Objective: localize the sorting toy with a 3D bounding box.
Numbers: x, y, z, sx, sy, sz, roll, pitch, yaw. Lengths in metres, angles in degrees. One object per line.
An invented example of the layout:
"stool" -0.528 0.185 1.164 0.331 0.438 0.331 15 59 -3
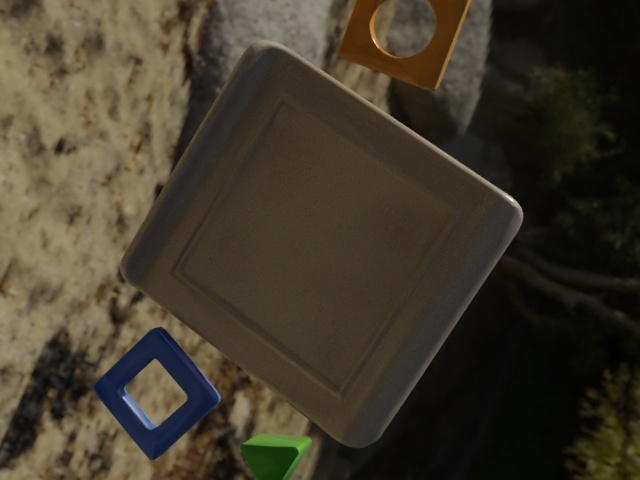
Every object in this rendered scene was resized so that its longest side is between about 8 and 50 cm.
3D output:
"sorting toy" 0.000 0.000 0.768 0.348 0.196 0.047 -58 169 12
